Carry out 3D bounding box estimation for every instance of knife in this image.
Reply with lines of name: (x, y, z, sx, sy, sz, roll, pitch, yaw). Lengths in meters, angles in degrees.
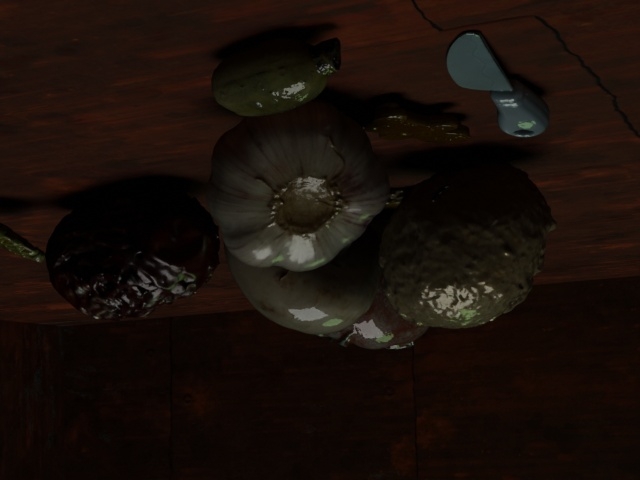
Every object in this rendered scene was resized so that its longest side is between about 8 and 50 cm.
knife: (0.212, -0.197, 1.471, 0.080, 0.044, 0.331, 1, 167, 27)

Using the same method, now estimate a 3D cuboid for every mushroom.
mushroom: (0.000, 0.000, 1.974, 0.298, 0.297, 0.290, 6, 141, -42)

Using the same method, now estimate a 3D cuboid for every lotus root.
lotus root: (-0.049, -0.185, 1.326, 0.183, 0.077, 0.090, -9, 170, 43)

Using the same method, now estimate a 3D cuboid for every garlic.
garlic: (-0.051, -0.095, 1.618, 0.245, 0.245, 0.253, 1, -155, -19)

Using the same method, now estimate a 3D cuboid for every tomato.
tomato: (0.083, 0.079, 2.305, 0.317, 0.282, 0.316, 13, -172, -2)

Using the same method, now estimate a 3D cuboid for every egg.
egg: (0.235, 0.010, 1.939, 0.310, 0.279, 0.279, -37, 162, 12)

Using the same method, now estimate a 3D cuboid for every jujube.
jujube: (-0.339, 0.027, 2.124, 0.258, 0.258, 0.377, 6, 175, -41)

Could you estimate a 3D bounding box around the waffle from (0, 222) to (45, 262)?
waffle: (-0.598, -0.013, 2.159, 0.183, 0.036, 0.169, 37, 166, -36)

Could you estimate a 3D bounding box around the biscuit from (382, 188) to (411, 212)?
biscuit: (0.191, -0.079, 2.196, 0.176, 0.031, 0.229, 3, 170, -36)

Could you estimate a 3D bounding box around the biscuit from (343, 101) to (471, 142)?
biscuit: (0.128, -0.164, 1.648, 0.205, 0.031, 0.138, 7, 171, -39)

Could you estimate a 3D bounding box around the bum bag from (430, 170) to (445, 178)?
bum bag: (0.267, -0.092, 2.074, 0.109, 0.026, 0.159, -11, 153, 23)
